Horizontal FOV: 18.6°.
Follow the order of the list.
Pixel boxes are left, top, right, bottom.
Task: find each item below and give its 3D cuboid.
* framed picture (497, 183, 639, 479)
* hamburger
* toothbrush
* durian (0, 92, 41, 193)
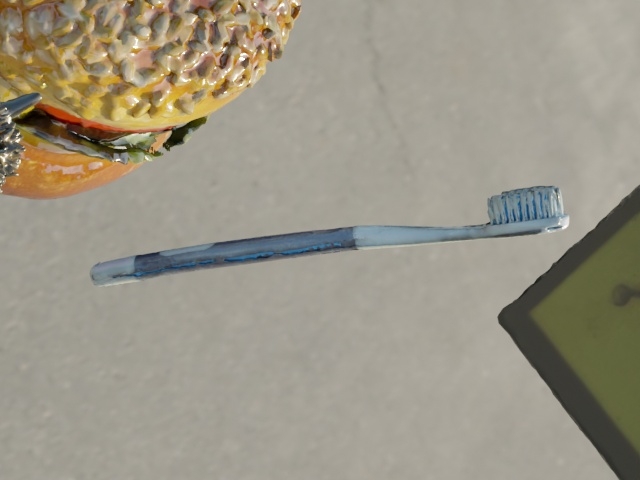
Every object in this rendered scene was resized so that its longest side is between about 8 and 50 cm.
[{"bbox_3d":[0.218,0.052,0.481,0.013,0.244,0.324,28,22,-54],"label":"framed picture"},{"bbox_3d":[-0.179,-0.206,1.389,0.330,0.250,0.330,24,49,-31],"label":"hamburger"},{"bbox_3d":[0.000,0.000,1.132,0.024,0.288,0.026,-38,119,-73],"label":"toothbrush"},{"bbox_3d":[-0.216,-0.042,1.084,0.110,0.140,0.071,63,-1,-29],"label":"durian"}]
